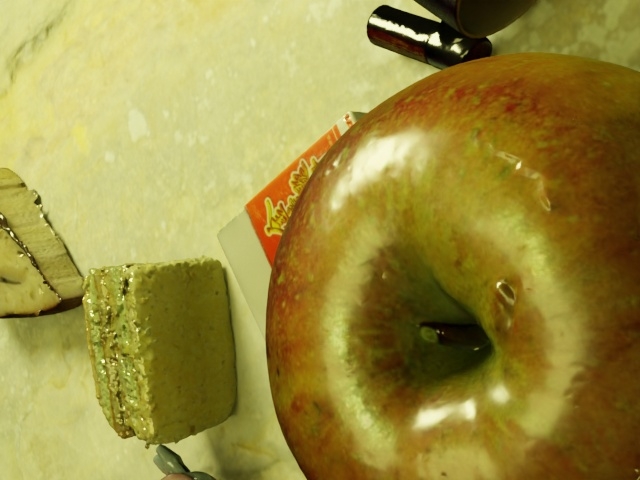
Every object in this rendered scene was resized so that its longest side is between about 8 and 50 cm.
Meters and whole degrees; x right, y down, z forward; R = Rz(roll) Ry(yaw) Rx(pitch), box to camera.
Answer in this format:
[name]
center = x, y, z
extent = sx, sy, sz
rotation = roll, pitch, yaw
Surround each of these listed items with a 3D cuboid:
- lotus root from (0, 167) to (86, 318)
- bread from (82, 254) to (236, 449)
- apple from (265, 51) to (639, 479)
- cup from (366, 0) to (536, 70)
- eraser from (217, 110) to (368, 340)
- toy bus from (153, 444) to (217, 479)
[lotus root]
center = -0.403, 0.021, 1.521
extent = 0.260, 0.074, 0.170
rotation = 55, 128, 21
[bread]
center = -0.173, 0.117, 1.280
extent = 0.102, 0.138, 0.196
rotation = -10, 89, 47
[apple]
center = 0.152, 0.061, 0.840
extent = 0.374, 0.374, 0.384
rotation = 12, 97, 41
[cup]
center = 0.110, -0.260, 1.000
extent = 0.166, 0.239, 0.177
rotation = -42, 66, -9
[eraser]
center = 0.000, 0.000, 1.172
extent = 0.230, 0.038, 0.157
rotation = -39, 69, 37
[toy bus]
center = -0.127, 0.371, 1.237
extent = 0.294, 0.197, 0.231
rotation = 25, 101, 40
